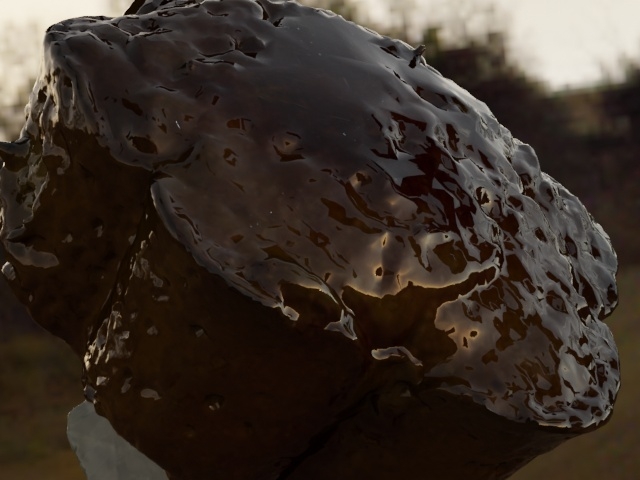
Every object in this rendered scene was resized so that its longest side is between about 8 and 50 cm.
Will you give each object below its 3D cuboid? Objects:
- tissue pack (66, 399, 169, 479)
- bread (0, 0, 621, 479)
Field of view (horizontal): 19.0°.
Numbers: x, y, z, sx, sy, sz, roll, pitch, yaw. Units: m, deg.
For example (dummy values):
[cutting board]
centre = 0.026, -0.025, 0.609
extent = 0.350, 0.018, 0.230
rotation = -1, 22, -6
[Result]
[tissue pack]
centre = -0.007, 0.070, 0.982
extent = 0.159, 0.145, 0.229
rotation = -47, -33, 19
[bread]
centre = -0.010, -0.009, 0.717
extent = 0.232, 0.135, 0.246
rotation = 27, 28, -19
